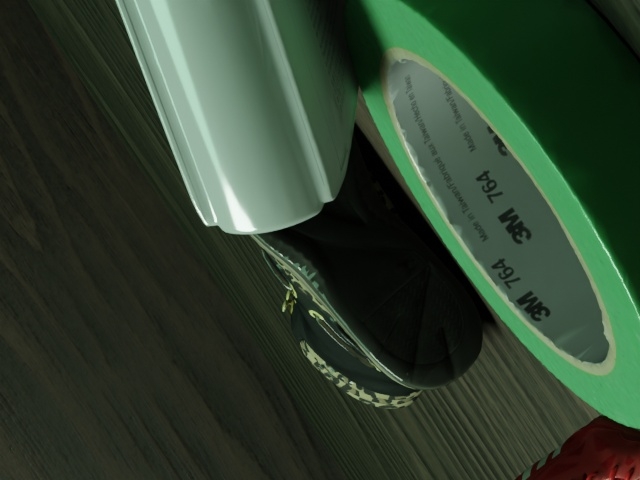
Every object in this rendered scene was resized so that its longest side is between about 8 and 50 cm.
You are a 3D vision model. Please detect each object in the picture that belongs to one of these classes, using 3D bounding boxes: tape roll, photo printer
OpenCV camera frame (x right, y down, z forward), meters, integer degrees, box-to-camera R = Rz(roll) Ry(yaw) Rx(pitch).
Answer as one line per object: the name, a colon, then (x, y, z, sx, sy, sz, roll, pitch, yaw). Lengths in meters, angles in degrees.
tape roll: (0.135, -0.036, 1.158, 0.321, 0.077, 0.321, 54, 170, 14)
photo printer: (-0.064, -0.195, 1.194, 0.256, 0.107, 0.308, -83, -22, -56)

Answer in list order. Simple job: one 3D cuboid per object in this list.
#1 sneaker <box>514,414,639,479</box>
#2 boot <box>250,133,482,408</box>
sneaker: (0.215, 0.185, 1.330, 0.087, 0.128, 0.221, 58, 170, -8)
boot: (0.000, 0.000, 1.782, 0.377, 0.138, 0.284, 49, 169, 9)
